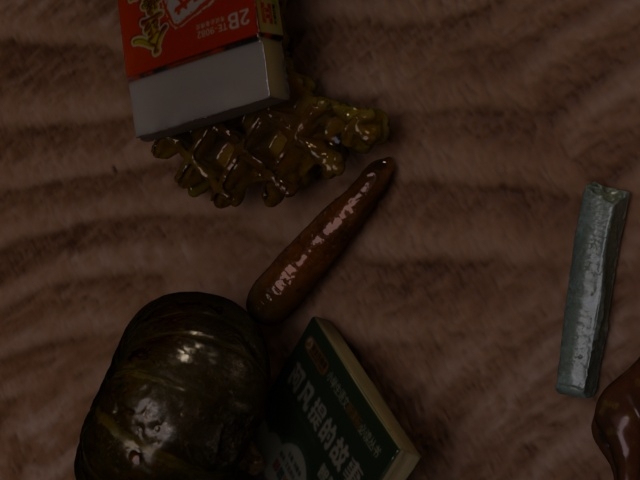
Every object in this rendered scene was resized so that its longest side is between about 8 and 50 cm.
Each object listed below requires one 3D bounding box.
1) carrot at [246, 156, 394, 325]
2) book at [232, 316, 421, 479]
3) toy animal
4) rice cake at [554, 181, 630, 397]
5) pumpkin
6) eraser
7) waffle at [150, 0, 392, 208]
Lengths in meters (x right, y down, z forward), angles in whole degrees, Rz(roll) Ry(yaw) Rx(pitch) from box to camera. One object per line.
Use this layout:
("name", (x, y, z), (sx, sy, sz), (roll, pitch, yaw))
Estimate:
("carrot", (0.000, 0.000, 1.111), (0.047, 0.047, 0.191), (47, 109, 24))
("book", (-0.028, 0.224, 1.077), (0.264, 0.027, 0.202), (-59, 32, 16))
("toy animal", (0.288, 0.080, 0.921), (0.224, 0.066, 0.230), (-31, 68, 27))
("rice cake", (0.213, 0.039, 0.988), (0.033, 0.029, 0.171), (10, 93, 38))
("pumpkin", (-0.116, 0.153, 1.092), (0.162, 0.219, 0.219), (28, 106, -8))
("eraser", (-0.111, -0.216, 1.111), (0.157, 0.038, 0.230), (-12, 83, 34))
("waffle", (-0.065, -0.171, 1.144), (0.259, 0.069, 0.293), (-14, 81, 34))
